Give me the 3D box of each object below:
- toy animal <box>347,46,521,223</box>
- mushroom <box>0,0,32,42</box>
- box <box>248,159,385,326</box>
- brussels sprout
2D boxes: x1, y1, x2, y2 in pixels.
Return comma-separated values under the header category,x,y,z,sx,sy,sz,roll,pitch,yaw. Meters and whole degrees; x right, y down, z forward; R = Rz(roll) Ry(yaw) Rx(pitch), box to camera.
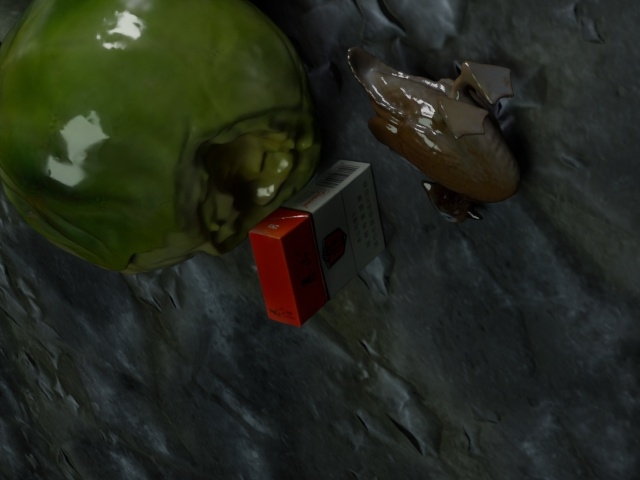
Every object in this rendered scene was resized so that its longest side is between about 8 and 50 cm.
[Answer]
category,x,y,z,sx,sy,sz,roll,pitch,yaw
toy animal,0.094,-0.094,1.032,0.188,0.089,0.179,37,153,8
mushroom,-0.298,-0.245,1.272,0.223,0.092,0.081,23,177,33
box,0.000,0.000,1.126,0.048,0.152,0.100,7,124,35
brussels sprout,-0.165,-0.100,1.110,0.344,0.268,0.344,14,134,15
